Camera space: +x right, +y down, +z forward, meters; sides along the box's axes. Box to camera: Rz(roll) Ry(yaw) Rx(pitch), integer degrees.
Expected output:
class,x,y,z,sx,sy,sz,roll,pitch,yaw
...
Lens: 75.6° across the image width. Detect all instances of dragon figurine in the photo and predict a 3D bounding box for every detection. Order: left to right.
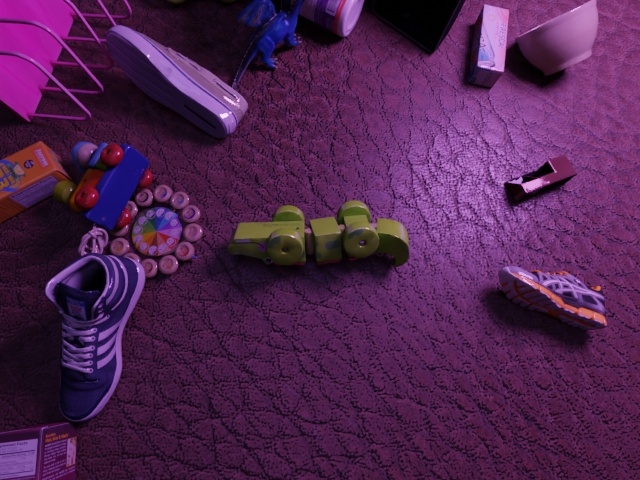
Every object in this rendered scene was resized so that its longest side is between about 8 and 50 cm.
class,x,y,z,sx,sy,sz,roll,pitch,yaw
dragon figurine,-0.115,-0.448,0.871,0.289,0.144,0.085,-43,77,-7

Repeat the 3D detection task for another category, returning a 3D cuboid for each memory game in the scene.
class,x,y,z,sx,sy,sz,roll,pitch,yaw
memory game,-0.317,-0.018,0.789,0.186,0.012,0.186,-1,75,3

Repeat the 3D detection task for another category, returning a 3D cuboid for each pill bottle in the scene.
class,x,y,z,sx,sy,sz,roll,pitch,yaw
pill bottle,-0.007,-0.554,0.934,0.193,0.108,0.108,30,73,6

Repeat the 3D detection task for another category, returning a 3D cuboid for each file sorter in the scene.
class,x,y,z,sx,sy,sz,roll,pitch,yaw
file sorter,-0.520,-0.404,0.795,0.182,0.202,0.291,7,72,8

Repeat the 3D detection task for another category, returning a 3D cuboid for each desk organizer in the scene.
class,x,y,z,sx,sy,sz,roll,pitch,yaw
desk organizer,0.461,-0.131,0.864,0.130,0.047,0.050,-20,73,-9

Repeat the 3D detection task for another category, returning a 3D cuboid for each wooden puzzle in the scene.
class,x,y,z,sx,sy,sz,roll,pitch,yaw
wooden puzzle,-0.281,-0.012,0.801,0.078,0.014,0.116,-14,74,-3

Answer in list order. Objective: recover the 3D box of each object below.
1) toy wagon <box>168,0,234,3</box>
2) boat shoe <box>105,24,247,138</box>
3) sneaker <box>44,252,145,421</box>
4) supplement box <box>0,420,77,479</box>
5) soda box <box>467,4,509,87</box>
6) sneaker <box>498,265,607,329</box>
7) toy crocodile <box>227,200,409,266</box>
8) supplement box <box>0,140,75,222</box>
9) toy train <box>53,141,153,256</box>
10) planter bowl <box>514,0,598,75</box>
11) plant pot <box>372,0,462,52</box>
class,x,y,z,sx,sy,sz,roll,pitch,yaw
toy wagon,-0.250,-0.691,0.974,0.344,0.068,0.267,-6,73,-8
boat shoe,-0.290,-0.330,0.851,0.302,0.109,0.094,38,57,-9
sneaker,-0.380,0.153,0.664,0.099,0.153,0.282,13,77,0
supplement box,-0.436,0.381,0.622,0.080,0.104,0.188,-6,73,-5
soda box,0.388,-0.449,0.952,0.062,0.058,0.183,12,72,0
sneaker,0.437,0.093,0.780,0.214,0.084,0.083,25,70,-5
toy crocodile,0.000,0.000,0.773,0.340,0.105,0.115,-4,32,-4
supplement box,-0.600,-0.091,0.772,0.233,0.080,0.078,-34,80,-15
toy train,-0.435,-0.068,0.759,0.143,0.105,0.248,17,75,21
planter bowl,0.535,-0.441,0.920,0.162,0.162,0.109,-29,104,-12
plant pot,0.259,-0.584,0.932,0.187,0.188,0.167,40,63,9
